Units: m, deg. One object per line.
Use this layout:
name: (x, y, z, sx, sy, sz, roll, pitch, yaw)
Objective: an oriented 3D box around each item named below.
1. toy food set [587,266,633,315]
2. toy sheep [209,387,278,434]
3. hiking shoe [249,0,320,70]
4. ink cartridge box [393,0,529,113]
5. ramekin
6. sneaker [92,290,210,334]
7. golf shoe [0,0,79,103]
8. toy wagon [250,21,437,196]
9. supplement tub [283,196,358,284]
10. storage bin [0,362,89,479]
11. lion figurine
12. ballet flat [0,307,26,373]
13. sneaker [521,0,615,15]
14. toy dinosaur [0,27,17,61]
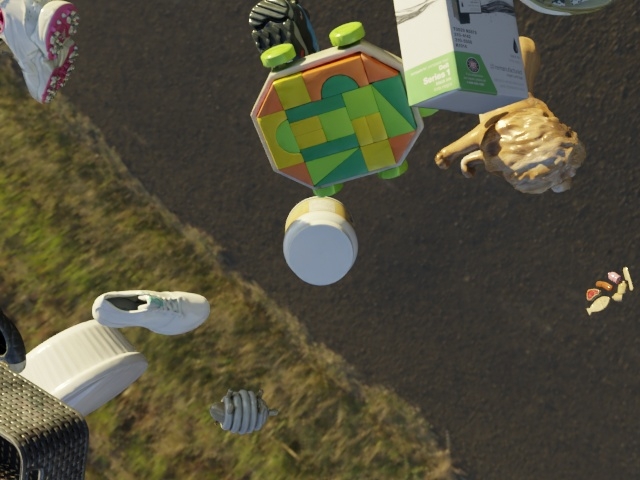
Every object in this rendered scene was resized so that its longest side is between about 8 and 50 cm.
toy food set: (0.639, 0.110, 1.799, 0.019, 0.077, 0.122, 18, 143, -32)
toy sheep: (-0.142, 0.318, 1.514, 0.132, 0.091, 0.091, 8, 143, -15)
hiking shoe: (-0.034, -0.284, 1.465, 0.113, 0.132, 0.303, -1, 103, 30)
ink cartridge box: (0.188, -0.293, 1.112, 0.093, 0.160, 0.219, -14, 82, 48)
ramekin: (-0.498, 0.271, 1.651, 0.127, 0.273, 0.273, 55, 144, 11)
sneaker: (-0.298, 0.122, 1.468, 0.094, 0.212, 0.080, 132, 135, -59)
golf shoe: (-0.539, -0.374, 1.540, 0.140, 0.115, 0.306, 30, 150, -6)
toy wagon: (0.064, -0.219, 1.344, 0.345, 0.068, 0.267, -15, 118, 14)
supplement tub: (0.000, 0.000, 1.610, 0.145, 0.199, 0.144, 0, 106, 0)
storage bin: (-0.338, 0.216, 0.857, 0.180, 0.084, 0.122, 22, 111, 30)
lion figurine: (0.326, -0.244, 1.416, 0.142, 0.391, 0.240, 19, 150, -37)
ballet flat: (-0.435, 0.108, 1.059, 0.058, 0.049, 0.173, -2, 122, 27)
sneaker: (0.394, -0.532, 1.465, 0.411, 0.158, 0.182, 19, 179, -15)
toy dinosaur: (-0.688, -0.410, 1.533, 0.160, 0.314, 0.120, 27, 107, 26)
